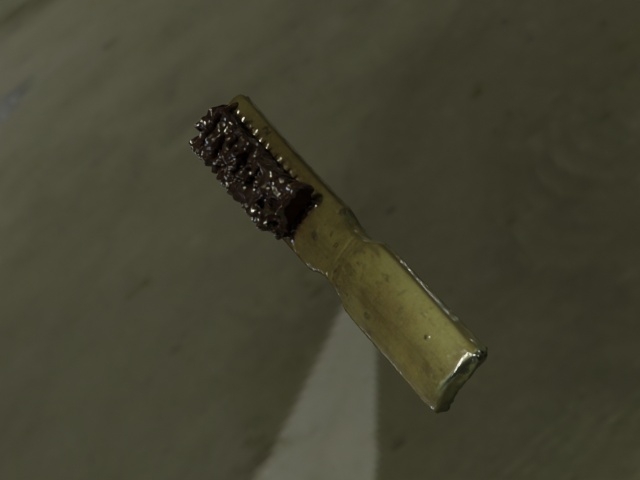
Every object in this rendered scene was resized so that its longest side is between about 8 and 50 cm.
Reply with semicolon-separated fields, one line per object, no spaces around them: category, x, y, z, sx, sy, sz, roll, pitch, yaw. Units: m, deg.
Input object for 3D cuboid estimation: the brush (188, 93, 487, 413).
brush;0.000;0.000;0.973;0.248;0.036;0.043;49;119;42
